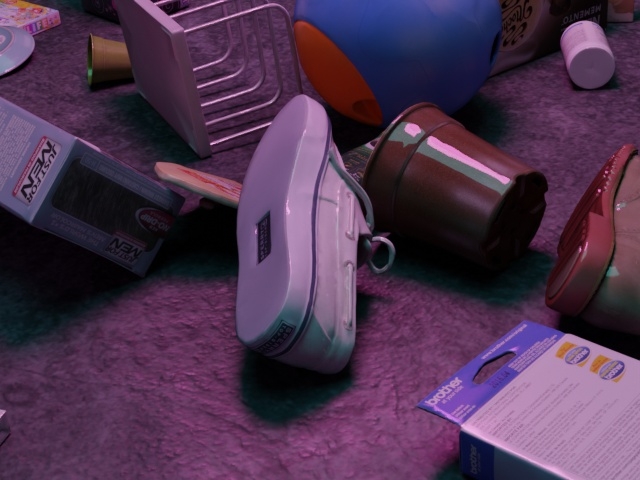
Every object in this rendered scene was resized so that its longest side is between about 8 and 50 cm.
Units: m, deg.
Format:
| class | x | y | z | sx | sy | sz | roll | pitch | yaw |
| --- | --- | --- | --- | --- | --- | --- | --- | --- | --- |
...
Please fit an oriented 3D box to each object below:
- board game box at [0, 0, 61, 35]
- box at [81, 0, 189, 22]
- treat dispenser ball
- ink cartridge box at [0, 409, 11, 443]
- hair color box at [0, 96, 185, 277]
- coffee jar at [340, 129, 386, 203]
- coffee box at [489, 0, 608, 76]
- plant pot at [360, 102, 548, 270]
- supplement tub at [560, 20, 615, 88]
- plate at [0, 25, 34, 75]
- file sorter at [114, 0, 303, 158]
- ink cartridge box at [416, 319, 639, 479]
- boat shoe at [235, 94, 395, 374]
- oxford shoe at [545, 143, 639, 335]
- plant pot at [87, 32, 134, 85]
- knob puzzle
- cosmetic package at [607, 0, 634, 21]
| class | x | y | z | sx | sy | sz | roll | pitch | yaw |
| --- | --- | --- | --- | --- | --- | --- | --- | --- | --- |
| board game box | -0.560 | -0.401 | 2.236 | 0.154 | 0.026 | 0.103 | 20 | 39 | 35 |
| box | -0.349 | -0.528 | 2.203 | 0.142 | 0.247 | 0.163 | -30 | 39 | -33 |
| treat dispenser ball | 0.106 | -0.297 | 1.706 | 0.288 | 0.288 | 0.288 | -4 | 31 | 2 |
| ink cartridge box | -0.354 | 0.186 | 1.218 | 0.083 | 0.028 | 0.048 | 6 | 32 | 19 |
| hair color box | -0.357 | -0.096 | 1.518 | 0.374 | 0.185 | 0.113 | 28 | 88 | 42 |
| coffee jar | 0.071 | -0.081 | 1.552 | 0.184 | 0.079 | 0.096 | -29 | 40 | -34 |
| coffee box | 0.308 | -0.378 | 1.932 | 0.297 | 0.168 | 0.119 | -23 | 35 | -29 |
| plant pot | 0.161 | -0.054 | 1.428 | 0.165 | 0.167 | 0.167 | 28 | 44 | 33 |
| supplement tub | 0.397 | -0.278 | 1.844 | 0.071 | 0.071 | 0.107 | -2 | 31 | 6 |
| plate | -0.577 | -0.322 | 2.085 | 0.188 | 0.024 | 0.188 | -6 | 38 | 5 |
| file sorter | -0.167 | -0.280 | 1.801 | 0.173 | 0.193 | 0.278 | -22 | 34 | -18 |
| ink cartridge box | 0.261 | 0.180 | 1.103 | 0.311 | 0.065 | 0.186 | 23 | 41 | 35 |
| boat shoe | 0.006 | -0.004 | 1.365 | 0.156 | 0.136 | 0.367 | 30 | 36 | -26 |
| oxford shoe | 0.340 | 0.005 | 1.371 | 0.130 | 0.123 | 0.348 | 29 | 36 | 4 |
| plant pot | -0.329 | -0.287 | 1.972 | 0.079 | 0.083 | 0.083 | -1 | 29 | -17 |
| knob puzzle | -0.125 | -0.052 | 1.512 | 0.213 | 0.030 | 0.213 | 21 | 7 | -3 |
| cosmetic package | 0.485 | -0.417 | 2.021 | 0.060 | 0.115 | 0.041 | 1 | 31 | 11 |
